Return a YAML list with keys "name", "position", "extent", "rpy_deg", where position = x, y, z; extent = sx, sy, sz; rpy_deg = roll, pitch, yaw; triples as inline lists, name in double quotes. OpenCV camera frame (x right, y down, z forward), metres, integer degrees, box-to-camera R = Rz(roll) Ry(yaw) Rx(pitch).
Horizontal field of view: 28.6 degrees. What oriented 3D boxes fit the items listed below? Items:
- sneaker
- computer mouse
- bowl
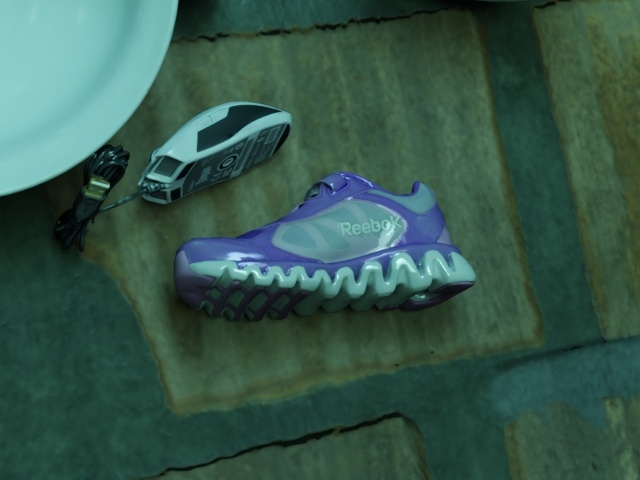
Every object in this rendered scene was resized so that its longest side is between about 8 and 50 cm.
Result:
- name: "sneaker"
  position: [0.000, 0.000, 0.944]
  extent: [0.236, 0.095, 0.104]
  rpy_deg: [-2, 74, -25]
- name: "computer mouse"
  position: [-0.105, -0.060, 0.922]
  extent: [0.193, 0.106, 0.042]
  rpy_deg: [-26, 71, -34]
- name: "bowl"
  position: [-0.252, -0.181, 0.834]
  extent: [0.298, 0.134, 0.297]
  rpy_deg: [-4, 105, -16]
